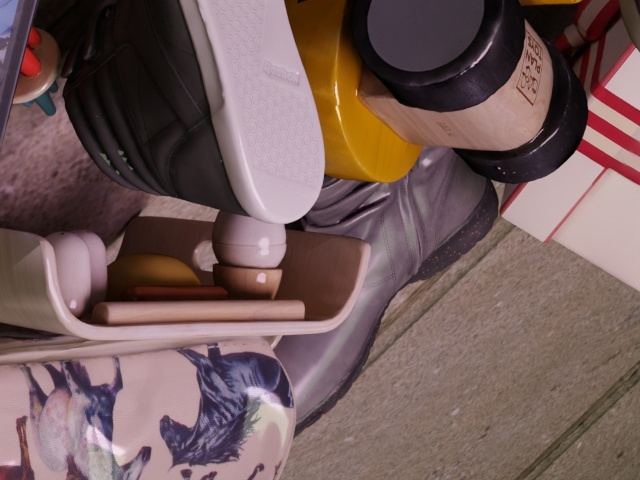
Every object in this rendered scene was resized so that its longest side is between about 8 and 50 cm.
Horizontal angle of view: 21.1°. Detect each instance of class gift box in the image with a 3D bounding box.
[{"bbox_3d":[0.290,-0.110,1.405,0.255,0.258,0.276,-55,-170,29],"label":"gift box"}]

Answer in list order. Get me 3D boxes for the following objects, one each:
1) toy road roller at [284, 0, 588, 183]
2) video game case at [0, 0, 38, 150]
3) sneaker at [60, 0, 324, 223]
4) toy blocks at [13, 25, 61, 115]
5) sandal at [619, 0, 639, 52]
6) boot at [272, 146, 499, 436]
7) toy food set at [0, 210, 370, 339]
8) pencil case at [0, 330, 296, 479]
[{"bbox_3d":[0.045,-0.200,1.098,0.202,0.241,0.329,33,65,-63],"label":"toy road roller"},{"bbox_3d":[-0.276,-0.109,0.843,0.275,0.035,0.248,-3,134,-29],"label":"video game case"},{"bbox_3d":[-0.097,-0.151,0.995,0.104,0.147,0.295,-27,110,-49],"label":"sneaker"},{"bbox_3d":[-0.214,-0.095,1.002,0.123,0.054,0.148,-41,153,-7],"label":"toy blocks"},{"bbox_3d":[0.216,-0.194,1.077,0.086,0.120,0.303,-51,-167,43],"label":"sandal"},{"bbox_3d":[0.000,0.000,1.381,0.338,0.118,0.222,-49,151,-13],"label":"boot"},{"bbox_3d":[-0.142,0.003,1.088,0.306,0.220,0.092,3,93,-53],"label":"toy food set"},{"bbox_3d":[-0.203,0.130,1.198,0.410,0.160,0.183,-3,112,-47],"label":"pencil case"}]
